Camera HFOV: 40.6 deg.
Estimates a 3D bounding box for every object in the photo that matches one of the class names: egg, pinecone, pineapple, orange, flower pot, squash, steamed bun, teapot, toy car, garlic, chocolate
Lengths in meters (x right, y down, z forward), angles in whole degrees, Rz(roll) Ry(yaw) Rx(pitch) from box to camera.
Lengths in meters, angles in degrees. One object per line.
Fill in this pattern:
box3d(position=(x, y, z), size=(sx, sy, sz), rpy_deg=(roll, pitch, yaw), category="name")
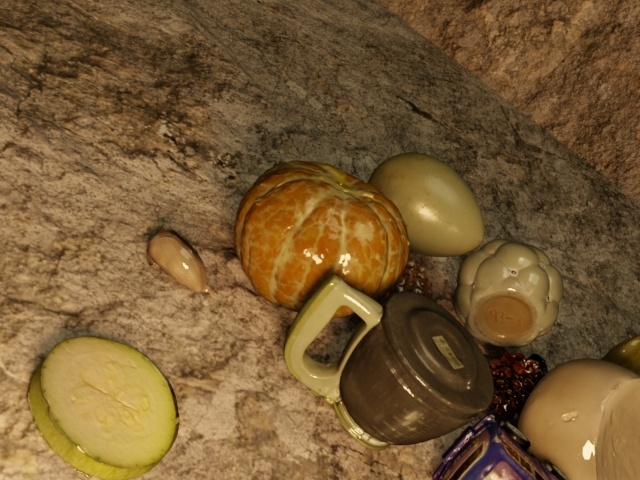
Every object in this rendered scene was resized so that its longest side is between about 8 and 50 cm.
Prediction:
box3d(position=(0.240, -0.073, 1.969), size=(0.295, 0.218, 0.218), rpy_deg=(36, 30, 14), category="egg")
box3d(position=(0.388, 0.299, 1.764), size=(0.140, 0.140, 0.121), rpy_deg=(46, 41, 9), category="pinecone")
box3d(position=(0.154, 0.116, 1.708), size=(0.166, 0.166, 0.193), rpy_deg=(1, 46, -47), category="pineapple")
box3d(position=(0.000, 0.000, 1.579), size=(0.329, 0.249, 0.329), rpy_deg=(20, 30, -12), category="orange")
box3d(position=(0.414, 0.119, 1.917), size=(0.246, 0.246, 0.195), rpy_deg=(37, 30, -7), category="flower pot")
box3d(position=(-0.296, 0.231, 1.202), size=(0.219, 0.041, 0.219), rpy_deg=(32, 32, -23), category="squash")
box3d(position=(0.505, 0.382, 1.653), size=(0.324, 0.206, 0.324), rpy_deg=(-2, 92, -41), category="steamed bun")
box3d(position=(0.103, 0.230, 1.438), size=(0.322, 0.239, 0.239), rpy_deg=(21, 35, -37), category="teapot")
box3d(position=(0.313, 0.425, 1.434), size=(0.235, 0.172, 0.158), rpy_deg=(40, 7, 2), category="toy car")
box3d(position=(-0.236, 0.033, 1.478), size=(0.152, 0.066, 0.084), rpy_deg=(48, 30, 15), category="garlic")
box3d(position=(0.528, 0.312, 1.964), size=(0.147, 0.070, 0.072), rpy_deg=(26, 62, -22), category="chocolate")

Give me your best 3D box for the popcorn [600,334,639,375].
box3d(position=(0.782, 0.353, 1.977), size=(0.334, 0.292, 0.293), rpy_deg=(-14, 65, -48), category="popcorn")
